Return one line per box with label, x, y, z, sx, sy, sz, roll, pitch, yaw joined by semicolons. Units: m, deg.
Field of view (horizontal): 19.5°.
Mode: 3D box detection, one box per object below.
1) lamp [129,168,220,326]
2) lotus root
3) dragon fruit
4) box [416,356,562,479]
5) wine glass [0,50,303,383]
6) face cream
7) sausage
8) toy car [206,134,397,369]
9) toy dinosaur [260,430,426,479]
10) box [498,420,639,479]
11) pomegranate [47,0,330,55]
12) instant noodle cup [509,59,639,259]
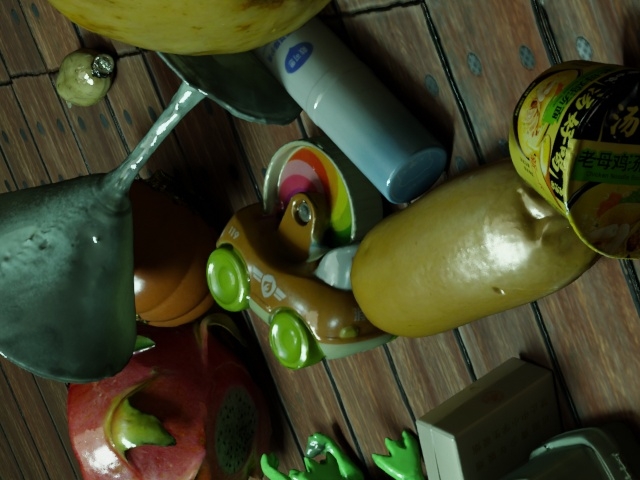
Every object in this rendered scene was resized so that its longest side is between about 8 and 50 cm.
lamp;-0.220;0.012;2.303;0.223;0.196;0.223;30;177;2
lotus root;-0.308;-0.210;2.414;0.072;0.063;0.152;53;151;0
dragon fruit;-0.181;0.233;2.383;0.189;0.290;0.291;-10;108;28
box;0.177;0.233;1.828;0.058;0.141;0.201;20;133;48
wine glass;-0.211;-0.071;1.992;0.267;0.267;0.406;53;124;20
face cream;0.021;-0.143;1.835;0.250;0.077;0.077;48;151;29
sausage;0.144;0.005;1.714;0.354;0.116;0.134;-31;75;61
toy car;0.000;0.000;1.971;0.235;0.145;0.235;19;115;47
toy dinosaur;0.085;0.417;2.185;0.500;0.144;0.374;55;159;27
box;0.257;0.284;1.735;0.210;0.129;0.148;63;153;4
pomegranate;-0.128;-0.358;1.602;0.410;0.410;0.410;43;148;36
instant noodle cup;0.227;-0.073;1.457;0.122;0.151;0.151;-139;31;-61
